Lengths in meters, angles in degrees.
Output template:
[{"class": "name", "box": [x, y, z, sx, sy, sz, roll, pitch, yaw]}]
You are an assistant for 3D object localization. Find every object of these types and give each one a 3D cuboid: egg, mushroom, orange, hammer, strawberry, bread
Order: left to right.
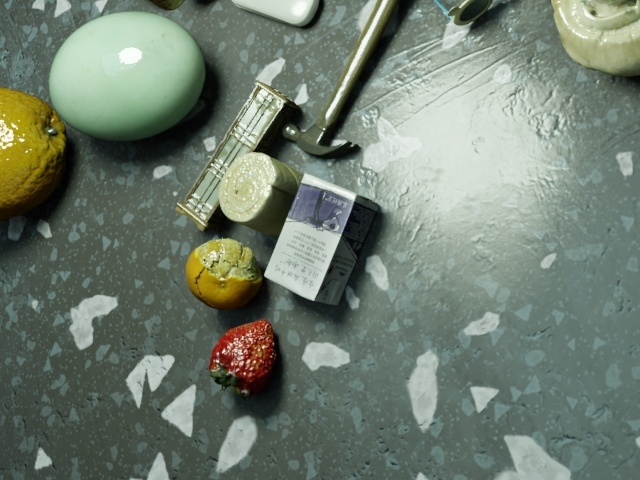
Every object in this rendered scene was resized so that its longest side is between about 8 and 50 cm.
[{"class": "orange", "box": [-0.776, -0.203, 2.084, 0.356, 0.322, 0.322, -16, 72, 18]}, {"class": "egg", "box": [-0.429, -0.357, 1.918, 0.388, 0.276, 0.276, -10, 75, 33]}, {"class": "orange", "box": [-0.197, 0.064, 1.771, 0.157, 0.156, 0.134, -54, 22, 11]}, {"class": "strawberry", "box": [-0.151, 0.234, 1.734, 0.131, 0.131, 0.148, -1, 39, 31]}, {"class": "bread", "box": [-0.111, -0.092, 1.754, 0.148, 0.141, 0.134, -50, 56, 12]}, {"class": "hammer", "box": [0.075, -0.368, 1.738, 0.168, 0.044, 0.440, 32, 102, 32]}, {"class": "mushroom", "box": [0.485, -0.403, 1.402, 0.254, 0.234, 0.260, -50, 60, 9]}]

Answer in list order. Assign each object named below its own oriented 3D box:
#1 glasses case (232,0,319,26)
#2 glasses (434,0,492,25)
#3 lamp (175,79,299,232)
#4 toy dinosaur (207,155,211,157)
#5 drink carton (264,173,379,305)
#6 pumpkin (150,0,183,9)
[{"class": "glasses case", "box": [-0.102, -0.527, 1.883, 0.233, 0.059, 0.092, 25, 95, 32]}, {"class": "glasses", "box": [0.286, -0.520, 1.663, 0.190, 0.088, 0.221, -47, 40, 17]}, {"class": "lamp", "box": [-0.173, -0.172, 1.826, 0.090, 0.089, 0.325, 37, 100, 14]}, {"class": "toy dinosaur", "box": [-0.210, -0.152, 1.895, 0.083, 0.021, 0.062, 5, 91, 25]}, {"class": "drink carton", "box": [0.001, 0.001, 1.691, 0.134, 0.102, 0.222, 24, 93, 30]}, {"class": "pumpkin", "box": [-0.401, -0.633, 2.062, 0.183, 0.107, 0.119, 41, 107, 32]}]
